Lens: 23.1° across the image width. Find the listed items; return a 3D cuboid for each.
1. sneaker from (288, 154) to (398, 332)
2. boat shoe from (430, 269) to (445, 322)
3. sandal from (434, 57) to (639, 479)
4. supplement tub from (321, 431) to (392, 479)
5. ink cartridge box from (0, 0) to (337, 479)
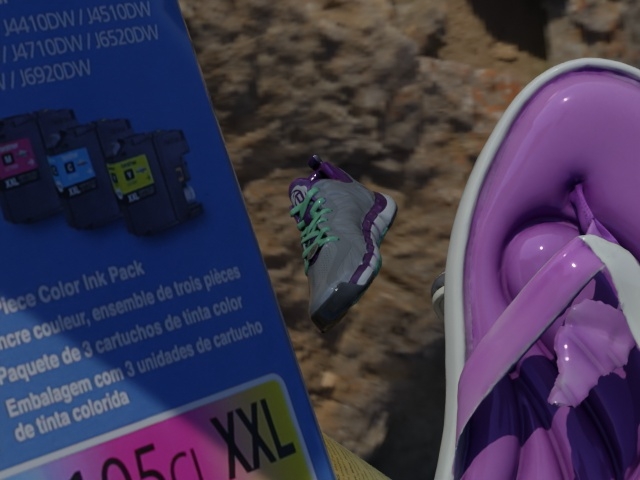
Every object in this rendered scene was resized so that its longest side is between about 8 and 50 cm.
[{"bbox_3d":[0.000,0.000,1.370,0.098,0.223,0.083,38,113,-7],"label":"sneaker"},{"bbox_3d":[0.159,0.034,1.346,0.206,0.075,0.065,5,58,-47],"label":"boat shoe"},{"bbox_3d":[0.142,0.102,0.853,0.169,0.102,0.416,12,84,-3],"label":"sandal"},{"bbox_3d":[-0.050,0.225,1.006,0.316,0.228,0.228,39,79,-37],"label":"supplement tub"},{"bbox_3d":[-0.178,-0.037,0.579,0.151,0.270,0.395,-14,85,-43],"label":"ink cartridge box"}]
